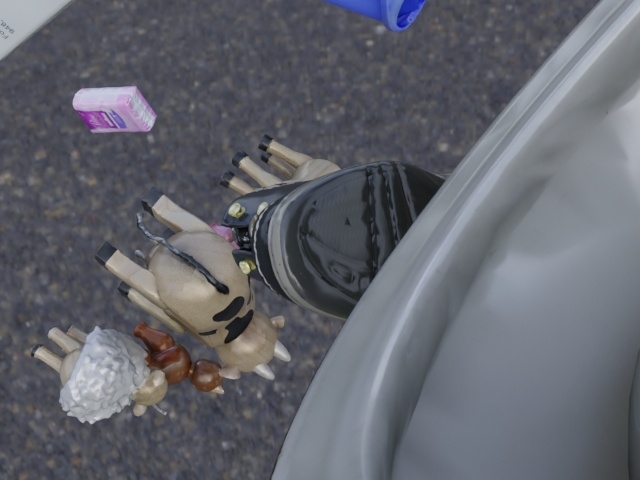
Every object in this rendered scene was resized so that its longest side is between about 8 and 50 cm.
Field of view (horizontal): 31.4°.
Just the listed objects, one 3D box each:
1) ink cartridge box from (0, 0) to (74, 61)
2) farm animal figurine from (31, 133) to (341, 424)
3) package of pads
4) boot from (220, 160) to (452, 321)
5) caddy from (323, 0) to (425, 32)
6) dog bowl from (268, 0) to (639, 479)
[{"bbox_3d":[-0.094,-0.189,0.495,0.208,0.087,0.153,-25,34,41],"label":"ink cartridge box"},{"bbox_3d":[-0.092,0.047,1.150,0.172,0.327,0.330,34,92,15],"label":"farm animal figurine"},{"bbox_3d":[-0.227,-0.144,1.253,0.083,0.050,0.032,3,52,30],"label":"package of pads"},{"bbox_3d":[0.001,0.002,0.664,0.178,0.085,0.236,-4,4,39],"label":"boot"},{"bbox_3d":[0.104,-0.400,1.307,0.179,0.241,0.341,19,61,14],"label":"caddy"},{"bbox_3d":[0.171,-0.020,0.284,0.150,0.408,0.408,43,59,-6],"label":"dog bowl"}]
